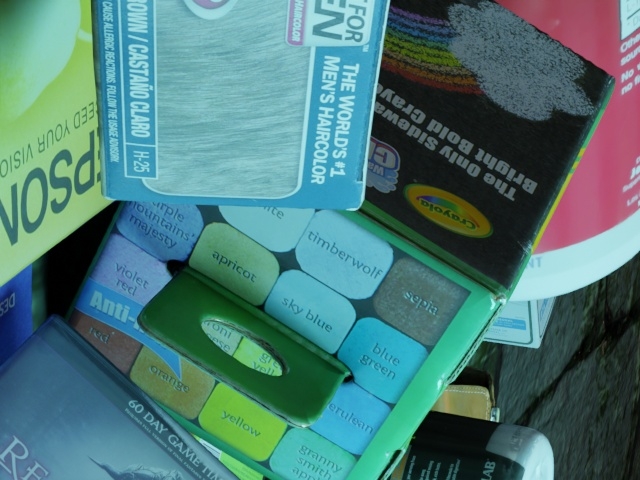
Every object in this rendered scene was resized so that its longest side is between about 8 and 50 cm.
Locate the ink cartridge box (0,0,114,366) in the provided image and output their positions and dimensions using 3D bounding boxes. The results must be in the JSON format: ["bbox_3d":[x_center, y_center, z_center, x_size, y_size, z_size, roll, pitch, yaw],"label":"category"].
[{"bbox_3d":[-0.161,-0.037,0.709,0.303,0.072,0.307,-48,139,-61],"label":"ink cartridge box"}]

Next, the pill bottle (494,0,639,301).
[{"bbox_3d":[0.106,-0.175,1.180,0.408,0.229,0.229,79,26,-43],"label":"pill bottle"}]

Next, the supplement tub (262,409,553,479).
[{"bbox_3d":[0.045,0.162,1.202,0.117,0.190,0.117,9,90,-71],"label":"supplement tub"}]

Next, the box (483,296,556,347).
[{"bbox_3d":[0.154,-0.069,1.586,0.290,0.087,0.169,80,26,-42],"label":"box"}]

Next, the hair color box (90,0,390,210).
[{"bbox_3d":[-0.028,-0.202,0.736,0.174,0.105,0.347,96,-6,-56],"label":"hair color box"}]

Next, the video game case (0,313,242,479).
[{"bbox_3d":[-0.110,0.170,0.769,0.026,0.196,0.274,-45,-177,40],"label":"video game case"}]

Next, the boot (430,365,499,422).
[{"bbox_3d":[0.092,0.222,1.489,0.283,0.109,0.220,-20,118,-71],"label":"boot"}]

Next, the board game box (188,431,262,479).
[{"bbox_3d":[-0.088,0.227,1.084,0.124,0.039,0.259,48,50,-66],"label":"board game box"}]

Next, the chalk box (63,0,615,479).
[{"bbox_3d":[0.000,0.000,0.936,0.179,0.180,0.289,-59,177,39],"label":"chalk box"}]
